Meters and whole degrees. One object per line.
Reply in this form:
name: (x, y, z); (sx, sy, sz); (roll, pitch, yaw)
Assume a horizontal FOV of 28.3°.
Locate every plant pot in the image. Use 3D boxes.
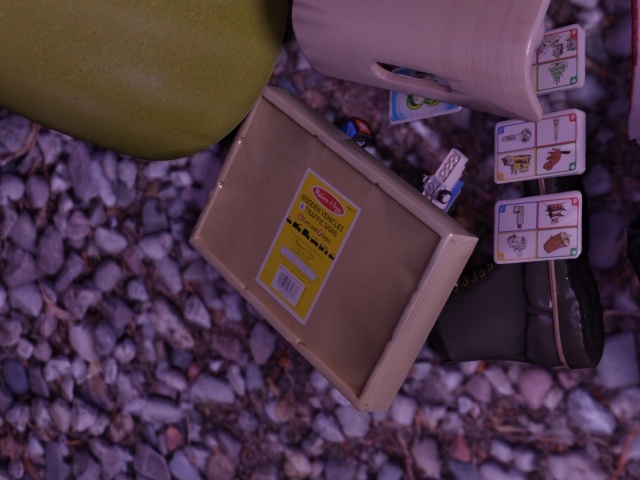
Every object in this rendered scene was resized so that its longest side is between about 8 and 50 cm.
plant pot: (-0.220, -0.213, 1.048); (0.274, 0.293, 0.275); (-1, 89, 32)

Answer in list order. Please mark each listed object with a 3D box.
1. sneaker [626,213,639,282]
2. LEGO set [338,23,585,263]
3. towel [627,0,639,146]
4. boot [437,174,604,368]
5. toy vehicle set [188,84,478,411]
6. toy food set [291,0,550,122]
sneaker: (0.284, 0.029, 0.923); (0.124, 0.107, 0.283); (30, 140, 31)
LEGO set: (0.116, -0.061, 1.034); (0.244, 0.060, 0.182); (-8, 76, 41)
towel: (0.314, -0.193, 0.837); (0.329, 0.037, 0.237); (-6, 82, 64)
boot: (0.148, 0.011, 1.039); (0.137, 0.077, 0.198); (-6, 91, 31)
toy vehicle set: (0.000, 0.000, 1.073); (0.267, 0.035, 0.166); (42, 113, 39)
toy food set: (0.125, -0.257, 0.977); (0.219, 0.092, 0.306); (19, 86, 37)
